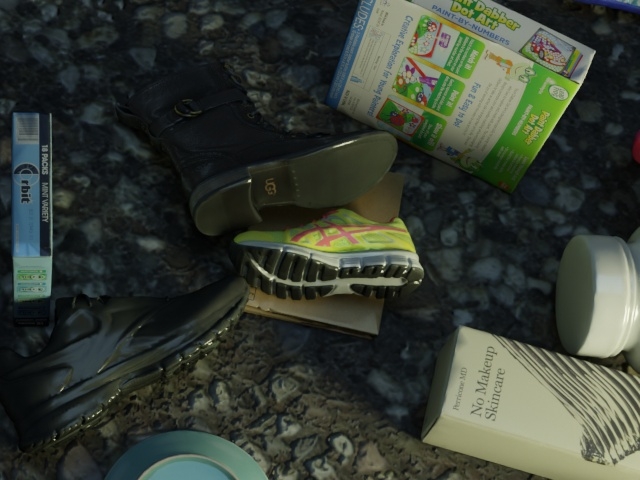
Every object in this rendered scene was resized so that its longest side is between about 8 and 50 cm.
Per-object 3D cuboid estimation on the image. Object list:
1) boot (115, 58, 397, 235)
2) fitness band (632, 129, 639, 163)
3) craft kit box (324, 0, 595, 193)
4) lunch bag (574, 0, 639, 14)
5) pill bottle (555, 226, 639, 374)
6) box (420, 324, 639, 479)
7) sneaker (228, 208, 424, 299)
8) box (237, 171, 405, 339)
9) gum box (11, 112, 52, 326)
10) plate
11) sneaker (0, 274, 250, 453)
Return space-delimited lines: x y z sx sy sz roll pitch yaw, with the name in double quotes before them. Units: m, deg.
"boot" -0.072 -0.127 1.615 0.263 0.091 0.229 -16 47 -16
"fitness band" 0.481 -0.067 1.640 0.209 0.054 0.291 -12 29 -42
"craft kit box" 0.143 -0.177 1.614 0.247 0.250 0.061 29 63 3
"lunch bag" 0.370 -0.359 1.829 0.129 0.096 0.151 8 79 -9
"pill bottle" 0.425 0.066 1.596 0.318 0.176 0.176 3 65 -9
"box" 0.254 0.187 1.555 0.275 0.094 0.113 15 64 -4
"sneaker" 0.004 0.007 1.584 0.208 0.081 0.094 5 53 -11
"box" 0.000 0.000 1.634 0.164 0.021 0.201 13 64 -4
"gum box" -0.293 -0.018 1.497 0.041 0.184 0.157 0 66 -11
"plate" -0.134 0.279 1.482 0.188 0.024 0.188 4 66 -9
"sneaker" -0.202 0.097 1.499 0.286 0.109 0.130 -30 81 -22
